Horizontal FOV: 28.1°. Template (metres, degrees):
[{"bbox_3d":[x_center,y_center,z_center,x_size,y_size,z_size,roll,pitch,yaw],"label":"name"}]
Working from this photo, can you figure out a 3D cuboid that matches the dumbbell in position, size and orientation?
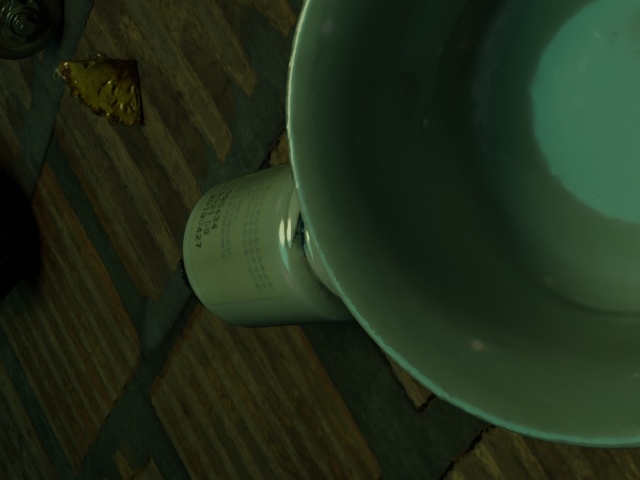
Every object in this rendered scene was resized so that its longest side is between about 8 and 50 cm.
[{"bbox_3d":[-0.400,-0.308,1.556,0.254,0.110,0.110,46,138,43],"label":"dumbbell"}]

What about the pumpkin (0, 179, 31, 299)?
[{"bbox_3d":[-0.530,0.008,1.739,0.248,0.248,0.248,29,127,47],"label":"pumpkin"}]

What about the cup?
[{"bbox_3d":[0.168,-0.071,0.725,0.347,0.163,0.347,5,101,29],"label":"cup"}]

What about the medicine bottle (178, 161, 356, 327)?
[{"bbox_3d":[0.000,0.000,1.069,0.258,0.143,0.143,-8,98,58],"label":"medicine bottle"}]

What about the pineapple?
[{"bbox_3d":[-0.244,-0.184,1.428,0.077,0.114,0.114,-55,32,8],"label":"pineapple"}]
